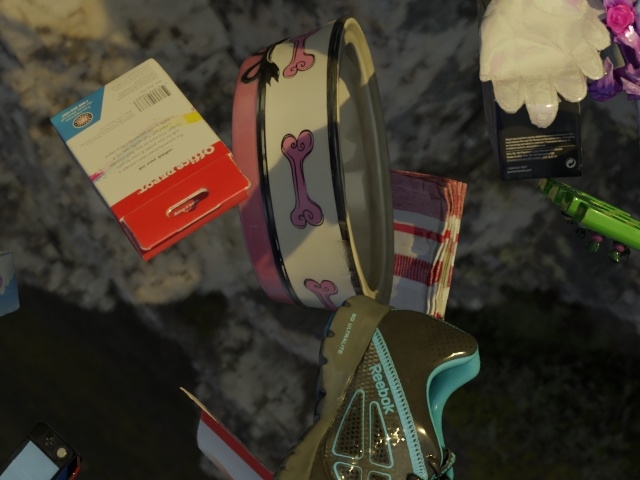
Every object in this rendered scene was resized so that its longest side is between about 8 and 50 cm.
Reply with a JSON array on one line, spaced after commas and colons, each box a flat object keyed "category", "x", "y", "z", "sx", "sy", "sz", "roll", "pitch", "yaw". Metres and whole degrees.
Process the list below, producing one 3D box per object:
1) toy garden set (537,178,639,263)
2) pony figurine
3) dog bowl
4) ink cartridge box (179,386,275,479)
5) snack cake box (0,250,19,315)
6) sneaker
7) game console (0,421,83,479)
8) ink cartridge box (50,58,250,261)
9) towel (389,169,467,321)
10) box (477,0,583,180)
[{"category": "toy garden set", "x": 0.353, "y": 0.005, "z": 1.510, "sx": 0.203, "sy": 0.049, "sz": 0.244, "roll": 24, "pitch": -171, "yaw": -6}, {"category": "pony figurine", "x": 0.299, "y": -0.228, "z": 1.274, "sx": 0.302, "sy": 0.351, "sz": 0.363, "roll": -20, "pitch": 136, "yaw": 14}, {"category": "dog bowl", "x": -0.006, "y": -0.091, "z": 1.820, "sx": 0.150, "sy": 0.408, "sz": 0.408, "roll": -5, "pitch": 127, "yaw": 12}, {"category": "ink cartridge box", "x": -0.086, "y": 0.246, "z": 1.460, "sx": 0.145, "sy": 0.045, "sz": 0.179, "roll": 38, "pitch": 171, "yaw": 34}, {"category": "snack cake box", "x": -0.533, "y": 0.075, "z": 1.802, "sx": 0.152, "sy": 0.264, "sz": 0.089, "roll": -3, "pitch": 97, "yaw": 14}, {"category": "sneaker", "x": 0.039, "y": 0.212, "z": 1.169, "sx": 0.139, "sy": 0.341, "sz": 0.125, "roll": 12, "pitch": 161, "yaw": 16}, {"category": "game console", "x": -0.393, "y": 0.326, "z": 1.798, "sx": 0.124, "sy": 0.144, "sz": 0.085, "roll": 38, "pitch": 175, "yaw": 21}, {"category": "ink cartridge box", "x": -0.170, "y": -0.074, "z": 1.413, "sx": 0.231, "sy": 0.134, "sz": 0.078, "roll": 51, "pitch": 169, "yaw": 37}, {"category": "towel", "x": 0.119, "y": 0.056, "z": 2.097, "sx": 0.237, "sy": 0.037, "sz": 0.329, "roll": 13, "pitch": 95, "yaw": 58}, {"category": "box", "x": 0.249, "y": -0.199, "z": 1.628, "sx": 0.103, "sy": 0.261, "sz": 0.184, "roll": -2, "pitch": 109, "yaw": 4}]
